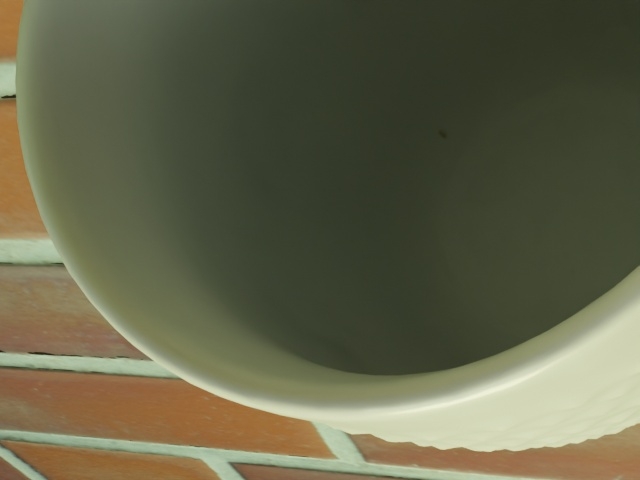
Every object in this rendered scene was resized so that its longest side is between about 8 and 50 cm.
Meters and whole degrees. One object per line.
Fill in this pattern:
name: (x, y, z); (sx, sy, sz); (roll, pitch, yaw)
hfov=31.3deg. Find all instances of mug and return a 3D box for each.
mug: (0.121, -0.066, 0.486); (0.374, 0.276, 0.328); (-28, 156, 16)
